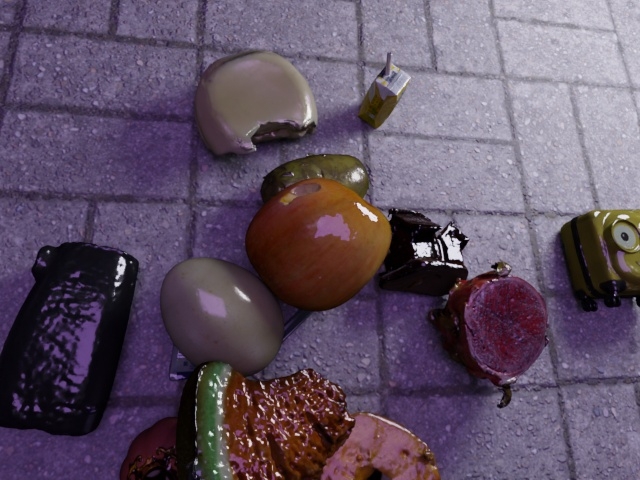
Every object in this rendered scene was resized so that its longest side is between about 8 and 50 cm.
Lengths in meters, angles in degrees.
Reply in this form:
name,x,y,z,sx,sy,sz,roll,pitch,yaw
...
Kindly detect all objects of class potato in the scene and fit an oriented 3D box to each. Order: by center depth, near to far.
name,x,y,z,sx,sy,sz,roll,pitch,yaw
potato,-0.007,-0.114,0.971,0.251,0.113,0.149,-15,69,-24

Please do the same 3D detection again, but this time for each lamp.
name,x,y,z,sx,sy,sz,roll,pitch,yaw
lamp,-0.243,0.392,0.760,0.182,0.140,0.181,-2,76,9

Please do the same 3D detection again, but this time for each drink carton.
name,x,y,z,sx,sy,sz,roll,pitch,yaw
drink carton,0.150,-0.342,1.020,0.074,0.200,0.084,38,71,1

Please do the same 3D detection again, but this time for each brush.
name,x,y,z,sx,sy,sz,roll,pitch,yaw
brush,-0.046,0.160,0.918,0.062,0.027,0.266,40,70,19

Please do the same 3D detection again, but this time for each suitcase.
name,x,y,z,sx,sy,sz,roll,pitch,yaw
suitcase,0.688,0.037,1.033,0.194,0.143,0.234,-2,73,-11

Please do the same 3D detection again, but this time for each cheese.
name,x,y,z,sx,sy,sz,roll,pitch,yaw
cheese,-0.142,-0.287,0.988,0.266,0.127,0.233,-20,78,-14

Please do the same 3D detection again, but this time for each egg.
name,x,y,z,sx,sy,sz,roll,pitch,yaw
egg,-0.175,0.136,0.803,0.253,0.189,0.188,48,68,-26

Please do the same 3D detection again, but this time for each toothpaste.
name,x,y,z,sx,sy,sz,roll,pitch,yaw
toothpaste,-0.260,0.160,0.876,0.062,0.037,0.216,1,77,-13

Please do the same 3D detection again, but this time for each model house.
name,x,y,z,sx,sy,sz,roll,pitch,yaw
model house,0.225,0.022,0.979,0.203,0.141,0.164,13,49,-27

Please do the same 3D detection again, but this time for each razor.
name,x,y,z,sx,sy,sz,roll,pitch,yaw
razor,-0.447,0.167,0.801,0.189,0.107,0.326,11,71,-8

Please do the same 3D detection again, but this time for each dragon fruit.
name,x,y,z,sx,sy,sz,roll,pitch,yaw
dragon fruit,0.337,0.184,0.924,0.211,0.147,0.282,3,86,-13

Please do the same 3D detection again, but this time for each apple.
name,x,y,z,sx,sy,sz,roll,pitch,yaw
apple,0.000,0.000,0.834,0.241,0.242,0.242,-41,83,12

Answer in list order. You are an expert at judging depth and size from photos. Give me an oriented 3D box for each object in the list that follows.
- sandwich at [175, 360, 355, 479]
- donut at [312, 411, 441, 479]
name,x,y,z,sx,sy,sz,roll,pitch,yaw
sandwich,-0.084,0.317,0.731,0.301,0.162,0.250,-3,58,-29
donut,0.090,0.439,0.812,0.254,0.118,0.253,3,74,-10
